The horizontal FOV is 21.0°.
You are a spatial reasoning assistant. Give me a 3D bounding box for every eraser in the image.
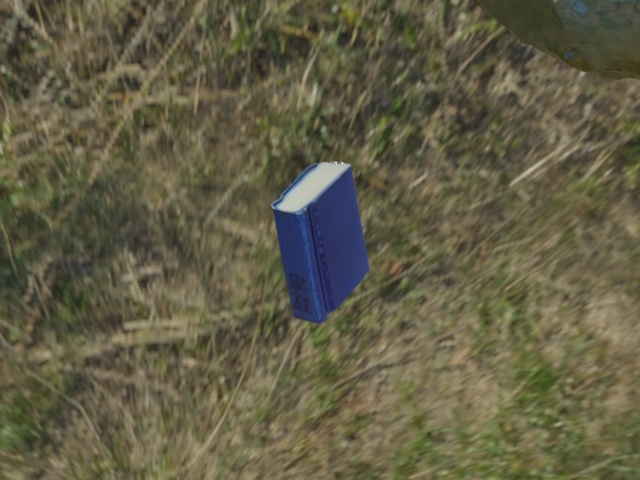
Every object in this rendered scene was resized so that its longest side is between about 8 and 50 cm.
[{"bbox_3d":[0.000,0.000,1.092,0.027,0.085,0.063,12,39,31],"label":"eraser"}]

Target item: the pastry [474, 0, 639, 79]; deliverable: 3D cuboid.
[{"bbox_3d":[0.154,-0.149,0.755,0.182,0.093,0.192,8,53,17],"label":"pastry"}]
